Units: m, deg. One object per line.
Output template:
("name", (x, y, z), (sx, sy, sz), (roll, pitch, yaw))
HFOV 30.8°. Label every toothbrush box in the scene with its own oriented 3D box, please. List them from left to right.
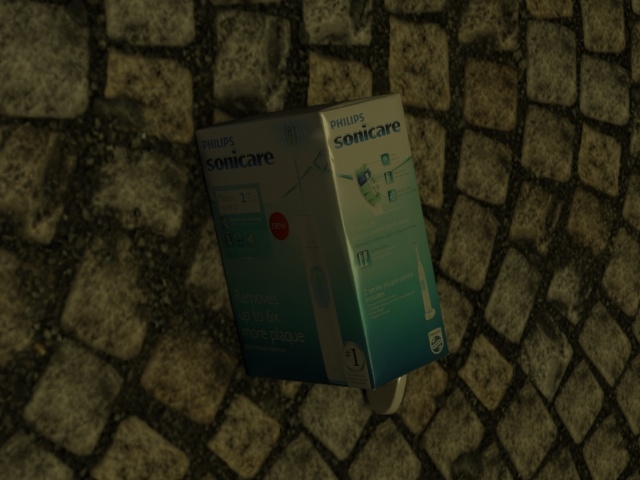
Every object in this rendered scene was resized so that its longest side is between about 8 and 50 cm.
("toothbrush box", (0.000, 0.000, 1.279), (0.126, 0.216, 0.296), (-18, 102, -41))

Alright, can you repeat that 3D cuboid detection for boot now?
("boot", (0.109, 0.126, 1.471), (0.086, 0.069, 0.190), (9, 82, -39))
